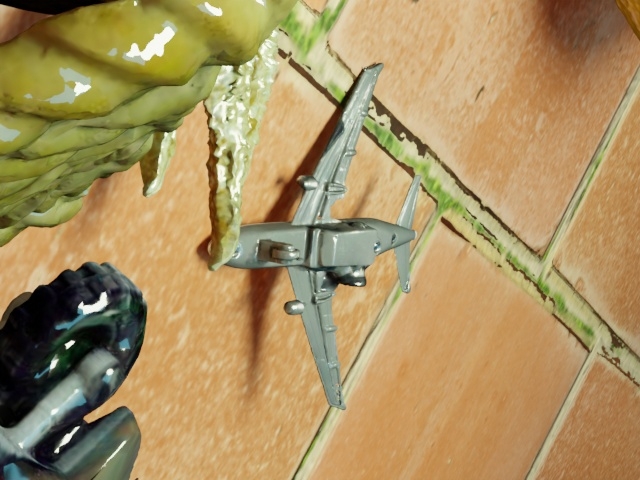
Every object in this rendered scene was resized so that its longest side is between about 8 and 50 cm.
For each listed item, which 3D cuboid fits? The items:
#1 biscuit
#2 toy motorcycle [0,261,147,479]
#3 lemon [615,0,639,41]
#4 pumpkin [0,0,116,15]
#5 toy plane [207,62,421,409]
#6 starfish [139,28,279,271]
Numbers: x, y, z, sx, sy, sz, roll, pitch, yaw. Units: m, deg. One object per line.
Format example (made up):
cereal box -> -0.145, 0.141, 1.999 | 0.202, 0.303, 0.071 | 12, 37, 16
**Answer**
biscuit -> -0.132, -0.025, 0.707 | 0.187, 0.036, 0.273 | -23, 176, -27
toy motorcycle -> -0.164, 0.128, 0.890 | 0.159, 0.106, 0.270 | -31, 153, -47
lemon -> 0.358, -0.246, 1.359 | 0.364, 0.364, 0.364 | -48, 153, -34
pumpkin -> -0.069, -0.208, 0.682 | 0.280, 0.139, 0.190 | -46, 149, -31
toy plane -> 0.004, 0.000, 1.184 | 0.226, 0.058, 0.226 | -9, 106, -64
starfish -> -0.026, -0.173, 0.872 | 0.347, 0.078, 0.358 | 101, 14, -49
